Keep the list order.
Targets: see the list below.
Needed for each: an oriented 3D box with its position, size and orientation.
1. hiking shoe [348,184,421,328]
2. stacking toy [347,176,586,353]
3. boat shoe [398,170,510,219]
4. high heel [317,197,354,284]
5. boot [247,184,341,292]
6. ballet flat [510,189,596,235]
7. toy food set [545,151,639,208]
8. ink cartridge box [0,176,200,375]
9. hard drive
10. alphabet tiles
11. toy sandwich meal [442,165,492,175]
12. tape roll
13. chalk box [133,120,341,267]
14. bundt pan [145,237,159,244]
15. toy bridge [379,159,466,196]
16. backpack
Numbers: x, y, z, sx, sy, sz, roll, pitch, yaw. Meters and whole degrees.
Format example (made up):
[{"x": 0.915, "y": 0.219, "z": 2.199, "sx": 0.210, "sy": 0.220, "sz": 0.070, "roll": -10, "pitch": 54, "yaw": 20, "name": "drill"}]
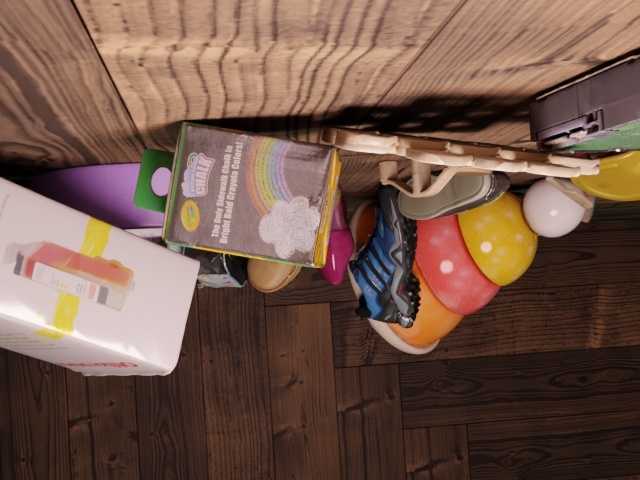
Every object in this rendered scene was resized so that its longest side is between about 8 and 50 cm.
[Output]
[{"x": 0.112, "y": 0.033, "z": 1.807, "sx": 0.132, "sy": 0.304, "sz": 0.113, "roll": 2, "pitch": -153, "yaw": 15, "name": "hiking shoe"}, {"x": 0.321, "y": 0.009, "z": 1.965, "sx": 0.479, "sy": 0.351, "sz": 0.350, "roll": -23, "pitch": 168, "yaw": 31, "name": "stacking toy"}, {"x": 0.221, "y": -0.079, "z": 1.633, "sx": 0.068, "sy": 0.081, "sz": 0.227, "roll": 3, "pitch": 172, "yaw": -34, "name": "boat shoe"}, {"x": 0.000, "y": 0.000, "z": 1.943, "sx": 0.127, "sy": 0.182, "sz": 0.377, "roll": -4, "pitch": 177, "yaw": 0, "name": "high heel"}, {"x": -0.090, "y": -0.018, "z": 1.467, "sx": 0.089, "sy": 0.236, "sz": 0.269, "roll": 34, "pitch": -167, "yaw": 18, "name": "boot"}, {"x": 0.433, "y": -0.061, "z": 2.058, "sx": 0.316, "sy": 0.106, "sz": 0.107, "roll": -6, "pitch": 177, "yaw": 41, "name": "ballet flat"}, {"x": 0.447, "y": -0.116, "z": 1.445, "sx": 0.128, "sy": 0.071, "sz": 0.218, "roll": 25, "pitch": 161, "yaw": -28, "name": "toy food set"}, {"x": -0.392, "y": 0.043, "z": 1.227, "sx": 0.384, "sy": 0.161, "sz": 0.279, "roll": 27, "pitch": 158, "yaw": -36, "name": "ink cartridge box"}, {"x": 0.403, "y": -0.132, "z": 0.924, "sx": 0.338, "sy": 0.064, "sz": 0.237, "roll": -4, "pitch": 177, "yaw": -13, "name": "hard drive"}, {"x": 0.150, "y": -0.100, "z": 1.058, "sx": 0.284, "sy": 0.021, "sz": 0.278, "roll": 5, "pitch": -171, "yaw": -12, "name": "alphabet tiles"}, {"x": 0.226, "y": -0.115, "z": 1.460, "sx": 0.085, "sy": 0.029, "sz": 0.085, "roll": 1, "pitch": 178, "yaw": 0, "name": "toy sandwich meal"}, {"x": -0.283, "y": -0.053, "z": 1.423, "sx": 0.274, "sy": 0.090, "sz": 0.275, "roll": -3, "pitch": 177, "yaw": 0, "name": "tape roll"}, {"x": -0.094, "y": -0.050, "z": 1.059, "sx": 0.212, "sy": 0.133, "sz": 0.132, "roll": 10, "pitch": 179, "yaw": 5, "name": "chalk box"}, {"x": -0.470, "y": -0.003, "z": 1.894, "sx": 0.330, "sy": 0.124, "sz": 0.331, "roll": -3, "pitch": 178, "yaw": 0, "name": "bundt pan"}, {"x": 0.144, "y": -0.094, "z": 1.389, "sx": 0.026, "sy": 0.063, "sz": 0.188, "roll": -2, "pitch": 177, "yaw": -30, "name": "toy bridge"}, {"x": -0.187, "y": 0.001, "z": 1.675, "sx": 0.144, "sy": 0.166, "sz": 0.188, "roll": -5, "pitch": 165, "yaw": 14, "name": "backpack"}]
